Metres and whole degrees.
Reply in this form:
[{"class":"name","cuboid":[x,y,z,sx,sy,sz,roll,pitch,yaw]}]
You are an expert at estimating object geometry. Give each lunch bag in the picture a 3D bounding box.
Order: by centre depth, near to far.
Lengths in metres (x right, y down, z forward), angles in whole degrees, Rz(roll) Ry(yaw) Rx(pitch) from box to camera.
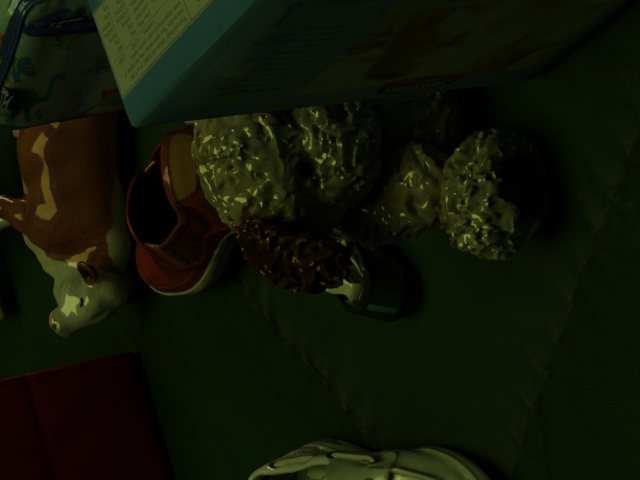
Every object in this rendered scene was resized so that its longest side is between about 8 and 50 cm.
[{"class":"lunch bag","cuboid":[-0.196,-0.189,1.724,0.090,0.219,0.176,58,139,29]}]

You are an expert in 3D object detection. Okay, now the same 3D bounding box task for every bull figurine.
[{"class":"bull figurine","cuboid":[-0.263,-0.065,1.937,0.188,0.101,0.310,8,98,25]}]

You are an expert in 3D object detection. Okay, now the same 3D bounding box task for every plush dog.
[{"class":"plush dog","cuboid":[0.007,-0.074,1.447,0.210,0.225,0.262,-38,67,52]}]

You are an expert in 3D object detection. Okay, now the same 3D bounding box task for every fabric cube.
[{"class":"fabric cube","cuboid":[-0.307,0.284,1.969,0.254,0.259,0.258,-33,73,53]}]

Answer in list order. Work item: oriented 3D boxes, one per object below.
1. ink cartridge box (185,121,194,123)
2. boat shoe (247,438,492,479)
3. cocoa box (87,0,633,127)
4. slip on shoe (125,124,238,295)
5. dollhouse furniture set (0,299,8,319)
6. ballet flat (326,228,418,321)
[{"class":"ink cartridge box","cuboid":[-0.045,-0.194,1.571,0.082,0.140,0.190,1,98,55]},{"class":"boat shoe","cuboid":[0.037,0.218,1.589,0.277,0.096,0.098,-3,95,56]},{"class":"cocoa box","cuboid":[0.035,-0.232,1.260,0.231,0.347,0.228,-39,66,52]},{"class":"slip on shoe","cuboid":[-0.125,-0.029,1.729,0.331,0.101,0.123,138,127,-69]},{"class":"dollhouse furniture set","cuboid":[-0.352,-0.095,2.061,0.355,0.174,0.303,64,170,-7]},{"class":"ballet flat","cuboid":[0.000,0.000,1.616,0.203,0.074,0.074,45,132,42]}]
